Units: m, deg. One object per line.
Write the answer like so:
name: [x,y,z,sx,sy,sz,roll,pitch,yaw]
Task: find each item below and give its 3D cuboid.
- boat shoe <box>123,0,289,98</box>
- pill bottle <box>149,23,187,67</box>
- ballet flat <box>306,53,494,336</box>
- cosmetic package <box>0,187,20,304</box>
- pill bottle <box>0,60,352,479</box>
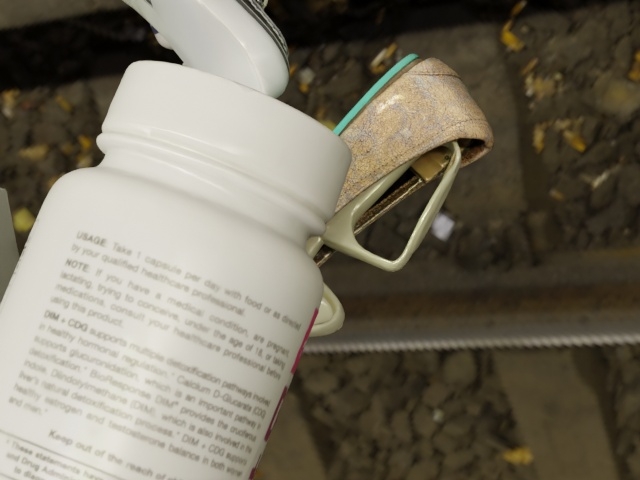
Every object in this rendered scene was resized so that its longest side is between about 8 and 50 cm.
boat shoe: [-0.089,-0.208,1.239,0.301,0.102,0.108,43,157,47]
pill bottle: [-0.125,-0.251,1.530,0.112,0.112,0.186,-16,102,35]
ballet flat: [0.000,0.000,1.088,0.106,0.316,0.107,45,175,12]
cosmetic package: [-0.354,0.035,1.152,0.238,0.127,0.107,-16,80,24]
pill bottle: [-0.094,0.059,0.826,0.160,0.283,0.160,21,172,3]
